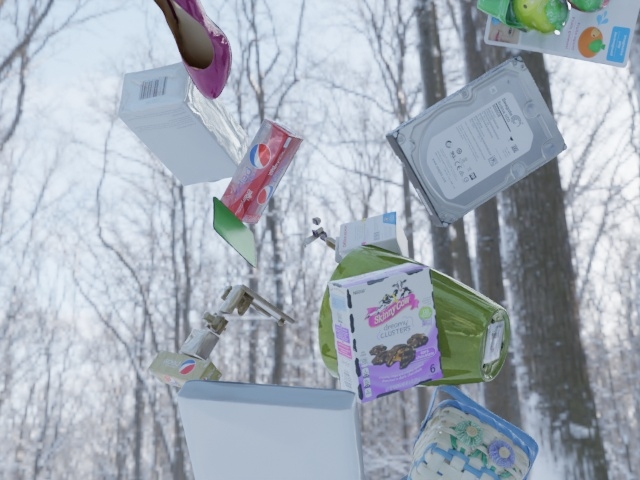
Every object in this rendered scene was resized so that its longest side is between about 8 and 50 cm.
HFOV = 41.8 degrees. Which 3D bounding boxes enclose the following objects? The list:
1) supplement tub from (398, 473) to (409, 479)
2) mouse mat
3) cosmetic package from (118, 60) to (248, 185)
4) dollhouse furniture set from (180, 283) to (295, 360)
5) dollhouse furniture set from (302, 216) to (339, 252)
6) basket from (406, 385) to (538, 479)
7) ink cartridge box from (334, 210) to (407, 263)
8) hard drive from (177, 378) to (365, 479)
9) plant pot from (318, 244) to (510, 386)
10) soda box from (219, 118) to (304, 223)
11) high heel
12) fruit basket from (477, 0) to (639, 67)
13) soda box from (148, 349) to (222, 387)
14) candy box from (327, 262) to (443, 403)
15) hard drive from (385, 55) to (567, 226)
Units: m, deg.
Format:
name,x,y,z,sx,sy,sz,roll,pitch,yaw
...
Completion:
name,x,y,z,sx,sy,sz,roll,pitch,yaw
supplement tub,0.247,0.623,1.908,0.106,0.197,0.106,-30,14,8
mouse mat,-0.209,-0.021,2.037,0.007,0.189,0.152,-38,-65,14
cosmetic package,-0.382,-0.324,2.408,0.217,0.156,0.385,-7,-28,18
dollhouse furniture set,-0.160,0.181,1.597,0.123,0.151,0.144,36,-17,-17
dollhouse furniture set,0.000,0.000,2.523,0.081,0.114,0.091,-32,-47,-25
basket,0.319,0.438,1.732,0.255,0.289,0.201,30,-62,7
ink cartridge box,0.104,0.013,1.769,0.143,0.092,0.090,-13,-52,16
hard drive,-0.052,0.350,1.140,0.233,0.047,0.353,1,-62,15
plant pot,0.192,0.163,1.576,0.294,0.274,0.275,10,-10,35
soda box,-0.155,-0.175,2.156,0.092,0.263,0.083,36,15,23
high heel,-0.288,-0.426,1.725,0.127,0.181,0.377,10,-47,23
fruit basket,0.461,-0.515,1.588,0.166,0.326,0.353,-2,20,-31
soda box,-0.326,0.315,2.014,0.181,0.061,0.058,6,-39,38
candy box,0.108,0.149,1.391,0.165,0.196,0.070,-13,11,-26
hard drive,0.339,-0.212,1.806,0.339,0.236,0.064,-32,10,-11
